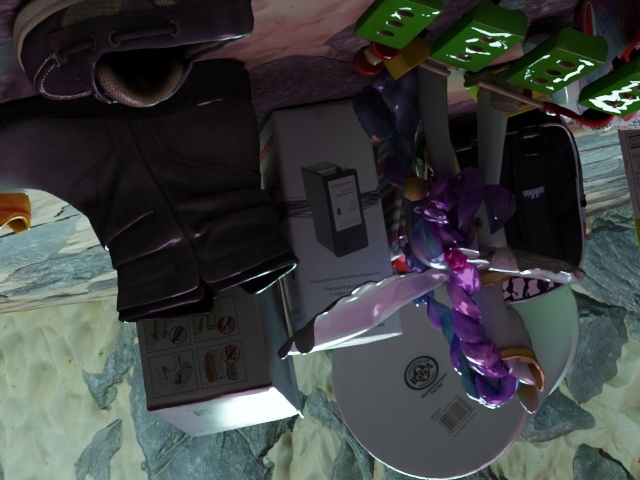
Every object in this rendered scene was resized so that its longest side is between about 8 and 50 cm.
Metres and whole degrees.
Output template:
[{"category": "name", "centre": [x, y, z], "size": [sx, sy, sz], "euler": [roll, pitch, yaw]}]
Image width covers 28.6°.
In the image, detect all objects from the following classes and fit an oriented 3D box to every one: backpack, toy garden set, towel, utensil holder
[{"category": "backpack", "centre": [0.252, -0.045, 1.750], "size": [0.225, 0.253, 0.191], "euler": [-13, -166, 2]}, {"category": "toy garden set", "centre": [0.149, -0.160, 1.051], "size": [0.244, 0.049, 0.204], "euler": [16, 170, -11]}, {"category": "towel", "centre": [0.237, -0.185, 1.509], "size": [0.102, 0.021, 0.237], "euler": [-18, 172, 14]}, {"category": "towel", "centre": [0.091, -0.066, 1.499], "size": [0.029, 0.197, 0.144], "euler": [8, 172, -8]}, {"category": "utensil holder", "centre": [0.218, 0.171, 1.998], "size": [0.328, 0.327, 0.385], "euler": [-14, -176, 22]}]

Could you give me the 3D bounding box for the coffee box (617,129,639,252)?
[{"category": "coffee box", "centre": [0.666, -0.069, 1.883], "size": [0.338, 0.334, 0.337], "euler": [-12, 176, 25]}]

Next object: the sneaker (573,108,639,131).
[{"category": "sneaker", "centre": [0.426, -0.186, 1.494], "size": [0.270, 0.090, 0.145], "euler": [-13, 177, 43]}]

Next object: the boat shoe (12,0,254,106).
[{"category": "boat shoe", "centre": [-0.133, -0.137, 0.867], "size": [0.103, 0.092, 0.285], "euler": [-7, 173, -37]}]

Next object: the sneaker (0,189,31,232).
[{"category": "sneaker", "centre": [-0.415, -0.031, 1.493], "size": [0.175, 0.067, 0.064], "euler": [-3, 172, -46]}]

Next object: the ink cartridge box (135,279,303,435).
[{"category": "ink cartridge box", "centre": [-0.117, 0.042, 1.350], "size": [0.130, 0.309, 0.272], "euler": [-12, 163, 3]}]

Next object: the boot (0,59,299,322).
[{"category": "boot", "centre": [-0.203, -0.025, 1.178], "size": [0.338, 0.222, 0.118], "euler": [-13, 175, 14]}]

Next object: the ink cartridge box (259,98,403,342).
[{"category": "ink cartridge box", "centre": [0.002, -0.010, 1.487], "size": [0.115, 0.273, 0.198], "euler": [-8, 173, -11]}]

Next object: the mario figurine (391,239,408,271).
[{"category": "mario figurine", "centre": [0.000, 0.000, 1.760], "size": [0.320, 0.198, 0.170], "euler": [13, 170, -29]}]

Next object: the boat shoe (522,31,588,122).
[{"category": "boat shoe", "centre": [0.270, -0.187, 1.329], "size": [0.081, 0.079, 0.227], "euler": [-37, 167, 7]}]

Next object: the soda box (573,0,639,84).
[{"category": "soda box", "centre": [0.290, -0.202, 1.101], "size": [0.092, 0.083, 0.263], "euler": [-12, 174, 1]}]

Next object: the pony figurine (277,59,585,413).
[{"category": "pony figurine", "centre": [0.135, -0.002, 1.286], "size": [0.303, 0.363, 0.351], "euler": [-16, 166, 27]}]
